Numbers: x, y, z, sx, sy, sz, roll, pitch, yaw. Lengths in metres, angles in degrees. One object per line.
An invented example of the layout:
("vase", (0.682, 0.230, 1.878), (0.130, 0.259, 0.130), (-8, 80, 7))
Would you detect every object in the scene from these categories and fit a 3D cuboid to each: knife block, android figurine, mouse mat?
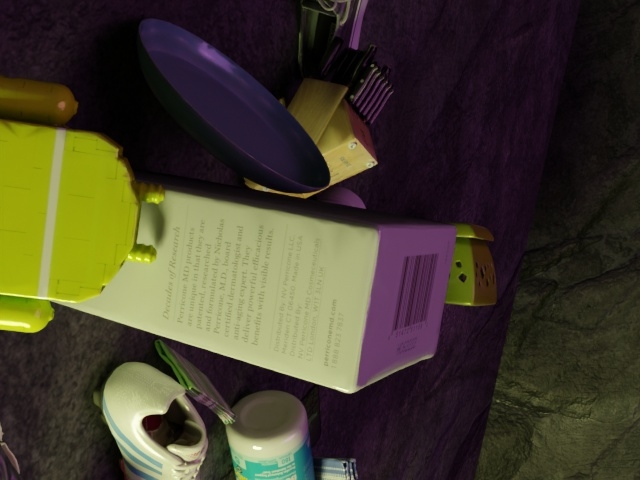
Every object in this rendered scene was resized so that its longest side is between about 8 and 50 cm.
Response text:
("knife block", (-0.004, -0.212, 1.244), (0.088, 0.276, 0.242), (41, 30, -52))
("android figurine", (-0.291, -0.033, 0.712), (0.056, 0.273, 0.248), (-143, -120, -77))
("mouse mat", (-0.048, 0.415, 1.580), (0.190, 0.007, 0.152), (-38, 132, -50))

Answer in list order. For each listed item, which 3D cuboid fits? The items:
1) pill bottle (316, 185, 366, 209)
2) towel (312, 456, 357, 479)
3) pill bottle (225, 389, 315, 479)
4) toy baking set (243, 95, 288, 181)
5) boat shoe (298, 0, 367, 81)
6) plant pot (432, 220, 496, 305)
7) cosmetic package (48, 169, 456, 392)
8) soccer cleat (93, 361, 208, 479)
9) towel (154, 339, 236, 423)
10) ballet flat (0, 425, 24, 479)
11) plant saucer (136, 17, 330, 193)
("pill bottle", (0.000, 0.000, 1.388), (0.208, 0.119, 0.119), (-55, 144, -36))
("towel", (0.022, 0.581, 1.413), (0.040, 0.243, 0.335), (-4, 80, -35))
("pill bottle", (-0.085, 0.417, 1.360), (0.146, 0.146, 0.263), (-44, 136, -47))
("toy baking set", (-0.089, -0.118, 1.280), (0.197, 0.030, 0.256), (-26, 120, -52))
("boat shoe", (0.012, -0.418, 1.265), (0.105, 0.113, 0.306), (-31, 142, -47))
("plant pot", (0.328, 0.057, 1.920), (0.227, 0.228, 0.207), (5, 88, -62))
("cosmetic package", (-0.103, 0.021, 0.845), (0.230, 0.454, 0.161), (-2, 102, -61))
("soccer cleat", (-0.220, 0.315, 1.074), (0.116, 0.143, 0.331), (-52, 143, -40))
("towel", (-0.194, 0.220, 1.135), (0.023, 0.113, 0.152), (-43, 143, -6))
("ballet flat", (-0.384, 0.244, 0.836), (0.074, 0.074, 0.203), (-48, 134, -44))
("plant saucer", (-0.118, -0.169, 0.978), (0.044, 0.317, 0.318), (-45, 158, 18))
